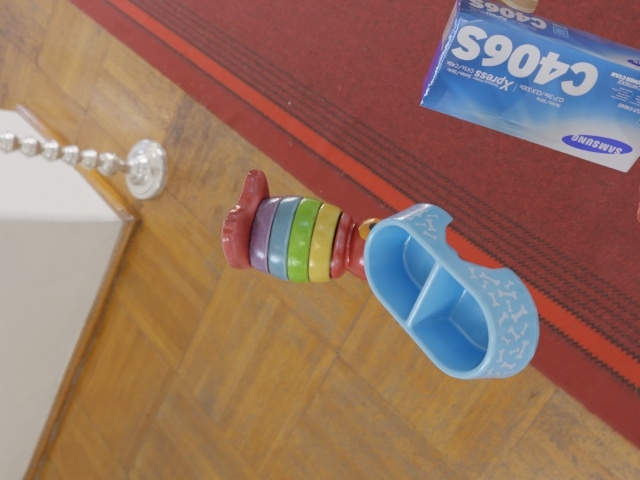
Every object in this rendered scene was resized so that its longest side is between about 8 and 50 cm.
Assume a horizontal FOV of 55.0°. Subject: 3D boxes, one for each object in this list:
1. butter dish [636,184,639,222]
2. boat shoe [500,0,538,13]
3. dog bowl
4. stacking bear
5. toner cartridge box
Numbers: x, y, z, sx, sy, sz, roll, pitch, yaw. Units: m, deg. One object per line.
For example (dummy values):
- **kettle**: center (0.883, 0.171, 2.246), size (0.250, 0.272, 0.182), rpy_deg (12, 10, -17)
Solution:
- **butter dish**: center (0.509, -0.061, 0.870), size (0.118, 0.160, 0.160), rpy_deg (42, 115, 55)
- **boat shoe**: center (0.337, -0.460, 1.096), size (0.059, 0.170, 0.063), rpy_deg (-51, 44, 38)
- **dog bowl**: center (0.167, 0.071, 0.867), size (0.297, 0.074, 0.165), rpy_deg (49, 134, 36)
- **stacking bear**: center (0.000, 0.000, 1.066), size (0.289, 0.175, 0.164), rpy_deg (10, 138, 9)
- **toner cartridge box**: center (0.345, -0.236, 0.936), size (0.348, 0.075, 0.165), rpy_deg (17, 137, 0)
